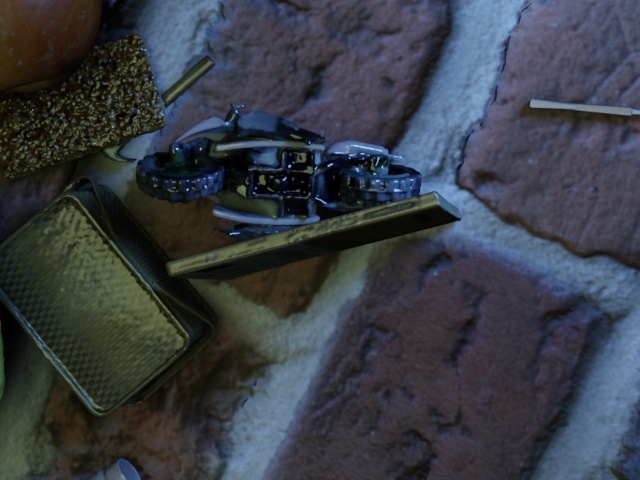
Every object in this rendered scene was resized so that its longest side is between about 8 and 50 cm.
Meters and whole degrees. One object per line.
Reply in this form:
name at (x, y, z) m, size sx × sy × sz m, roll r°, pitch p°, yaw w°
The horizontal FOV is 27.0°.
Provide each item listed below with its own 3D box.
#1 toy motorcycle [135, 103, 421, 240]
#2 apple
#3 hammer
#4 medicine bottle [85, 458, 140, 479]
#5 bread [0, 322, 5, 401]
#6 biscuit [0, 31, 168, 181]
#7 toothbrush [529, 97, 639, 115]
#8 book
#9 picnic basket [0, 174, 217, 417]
toy motorcycle at (-0.050, -0.085, 1.569) m, size 0.327 × 0.188 × 0.143 m, roll 1°, pitch 107°, yaw -5°
apple at (-0.373, -0.269, 1.545) m, size 0.254 × 0.253 × 0.253 m, roll 1°, pitch 97°, yaw 9°
hammer at (-0.200, -0.162, 1.648) m, size 0.182 × 0.017 × 0.062 m, roll -39°, pitch 90°, yaw 10°
medicine bottle at (-0.276, 0.320, 1.699) m, size 0.089 × 0.052 × 0.052 m, roll -37°, pitch 90°, yaw 11°
bread at (-0.555, 0.096, 1.546) m, size 0.308 × 0.348 × 0.348 m, roll -11°, pitch 97°, yaw -34°
biscuit at (-0.308, -0.164, 1.649) m, size 0.231 × 0.025 × 0.131 m, roll -19°, pitch 81°, yaw 10°
toothbrush at (0.343, -0.150, 1.562) m, size 0.194 × 0.014 × 0.017 m, roll 9°, pitch 98°, yaw 8°
book at (0.000, 0.000, 1.534) m, size 0.310 × 0.217 × 0.021 m, roll -14°, pitch 83°, yaw 11°
picnic basket at (-0.266, 0.066, 1.623) m, size 0.165 × 0.139 × 0.266 m, roll -39°, pitch 89°, yaw 12°
